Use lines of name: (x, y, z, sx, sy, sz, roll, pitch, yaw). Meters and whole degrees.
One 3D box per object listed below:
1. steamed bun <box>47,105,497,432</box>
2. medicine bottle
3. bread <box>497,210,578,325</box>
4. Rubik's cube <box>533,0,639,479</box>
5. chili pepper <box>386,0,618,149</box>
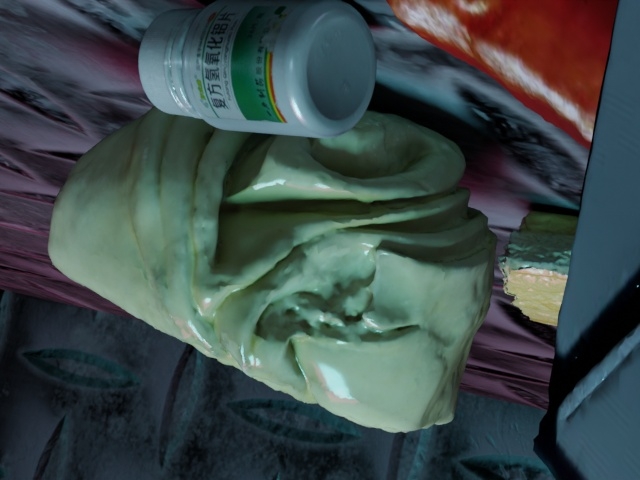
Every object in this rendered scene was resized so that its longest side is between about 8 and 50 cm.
steamed bun: (-0.015, -0.009, 1.105, 0.289, 0.203, 0.276, 27, -177, 18)
medicine bottle: (-0.039, -0.103, 0.921, 0.130, 0.080, 0.080, 8, 167, 38)
bread: (0.206, 0.022, 1.262, 0.106, 0.082, 0.125, 1, 156, 18)
Rubik's cube: (0.198, -0.017, 0.254, 0.246, 0.248, 0.250, 6, -163, -11)
chili pepper: (0.084, -0.109, 0.503, 0.338, 0.134, 0.131, 48, -179, 30)
